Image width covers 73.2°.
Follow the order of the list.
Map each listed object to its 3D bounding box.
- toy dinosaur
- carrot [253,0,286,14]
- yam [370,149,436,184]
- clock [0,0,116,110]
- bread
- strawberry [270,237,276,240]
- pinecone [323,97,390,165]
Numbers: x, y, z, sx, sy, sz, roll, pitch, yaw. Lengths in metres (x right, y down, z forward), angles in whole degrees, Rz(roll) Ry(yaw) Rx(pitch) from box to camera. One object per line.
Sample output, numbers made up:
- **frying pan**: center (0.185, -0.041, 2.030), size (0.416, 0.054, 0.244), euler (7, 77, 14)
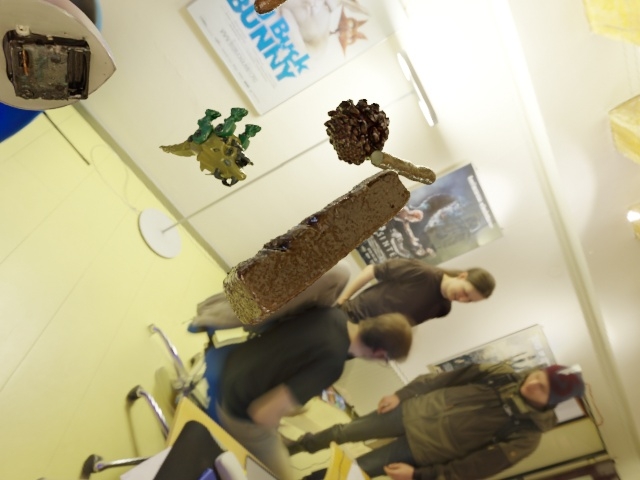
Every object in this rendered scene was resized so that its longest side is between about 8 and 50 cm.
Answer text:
- **toy dinosaur**: center (-0.233, -0.203, 0.904), size (0.153, 0.260, 0.094), euler (-64, 152, -14)
- **carrot**: center (-0.068, -0.504, 0.872), size (0.035, 0.165, 0.035), euler (45, -18, 19)
- **yam**: center (0.264, -0.227, 1.354), size (0.253, 0.061, 0.061), euler (11, 49, -36)
- **clock**: center (-0.379, -0.250, 0.602), size (0.172, 0.198, 0.064), euler (-6, 66, -34)
- **bread**: center (0.000, 0.000, 0.853), size (0.417, 0.165, 0.113), euler (-36, 92, -30)
- **strawberry**: center (-0.093, 0.035, 1.290), size (0.208, 0.168, 0.086), euler (-57, 141, -86)
- **pinecone**: center (0.126, -0.361, 1.400), size (0.221, 0.222, 0.221), euler (55, 18, -27)
